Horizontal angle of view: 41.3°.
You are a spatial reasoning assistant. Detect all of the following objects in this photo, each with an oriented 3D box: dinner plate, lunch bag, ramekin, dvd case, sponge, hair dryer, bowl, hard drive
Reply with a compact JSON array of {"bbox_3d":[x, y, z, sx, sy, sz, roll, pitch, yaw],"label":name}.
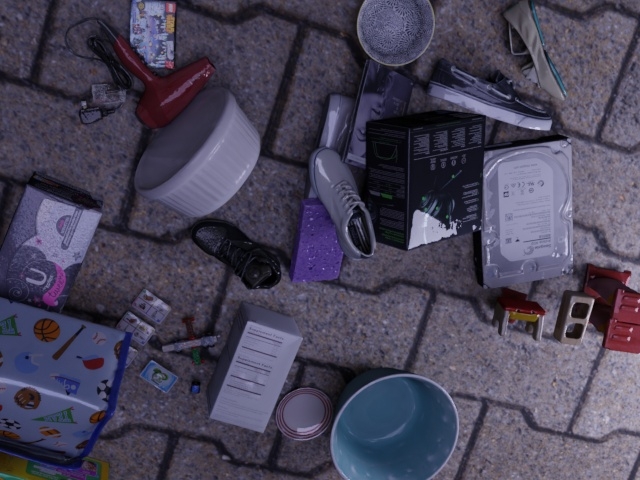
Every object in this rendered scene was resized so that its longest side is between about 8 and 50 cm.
[{"bbox_3d":[-0.040,0.419,2.055,0.141,0.017,0.141,-4,106,-12],"label":"dinner plate"},{"bbox_3d":[-0.607,0.322,1.758,0.328,0.238,0.385,21,140,-17],"label":"lunch bag"},{"bbox_3d":[-0.241,-0.168,1.714,0.273,0.273,0.127,-46,121,4],"label":"ramekin"},{"bbox_3d":[0.126,-0.258,1.822,0.165,0.018,0.221,12,92,-49],"label":"dvd case"},{"bbox_3d":[0.000,0.000,1.886,0.117,0.031,0.210,-6,127,-24],"label":"sponge"},{"bbox_3d":[-0.356,-0.328,1.704,0.294,0.080,0.223,-3,123,-10],"label":"hair dryer"},{"bbox_3d":[0.150,-0.459,1.801,0.170,0.080,0.170,-3,106,-11],"label":"bowl"},{"bbox_3d":[0.476,-0.066,2.000,0.237,0.064,0.338,-8,109,-9],"label":"hard drive"},{"bbox_3d":[0.157,0.427,2.024,0.312,0.163,0.311,-3,107,-11],"label":"bowl"}]

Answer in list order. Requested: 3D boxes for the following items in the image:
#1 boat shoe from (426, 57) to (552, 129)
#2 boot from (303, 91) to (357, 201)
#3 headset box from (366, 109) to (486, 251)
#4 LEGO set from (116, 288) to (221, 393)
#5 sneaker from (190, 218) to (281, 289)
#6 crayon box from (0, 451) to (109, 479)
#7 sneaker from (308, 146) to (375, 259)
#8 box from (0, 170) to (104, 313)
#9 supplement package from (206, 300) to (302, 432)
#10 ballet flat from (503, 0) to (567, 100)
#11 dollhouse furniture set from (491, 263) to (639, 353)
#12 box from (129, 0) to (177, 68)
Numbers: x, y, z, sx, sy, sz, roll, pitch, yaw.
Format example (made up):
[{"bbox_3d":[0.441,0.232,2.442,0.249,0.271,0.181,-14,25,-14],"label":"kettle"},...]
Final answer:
[{"bbox_3d":[0.388,-0.326,1.886,0.301,0.108,0.102,17,103,-9],"label":"boat shoe"},{"bbox_3d":[0.048,-0.185,1.852,0.123,0.095,0.258,12,104,-12],"label":"boot"},{"bbox_3d":[0.229,-0.127,1.843,0.246,0.131,0.283,-16,112,-38],"label":"headset box"},{"bbox_3d":[-0.348,0.240,1.930,0.244,0.060,0.182,36,100,-11],"label":"LEGO set"},{"bbox_3d":[-0.178,0.032,1.852,0.227,0.130,0.087,35,94,-17],"label":"sneaker"},{"bbox_3d":[-0.614,0.532,1.884,0.278,0.165,0.081,22,100,-17],"label":"crayon box"},{"bbox_3d":[0.058,-0.079,1.783,0.094,0.091,0.258,-29,103,-21],"label":"sneaker"},{"bbox_3d":[-0.565,0.010,1.751,0.163,0.142,0.247,22,101,-17],"label":"box"},{"bbox_3d":[-0.153,0.285,1.925,0.134,0.139,0.244,19,102,-16],"label":"supplement package"},{"bbox_3d":[0.474,-0.415,1.895,0.086,0.086,0.248,-28,109,-3],"label":"ballet flat"},{"bbox_3d":[0.589,0.145,2.024,0.374,0.201,0.152,8,105,-8],"label":"dollhouse furniture set"},{"bbox_3d":[-0.342,-0.421,1.732,0.094,0.027,0.137,0,107,-13],"label":"box"}]
